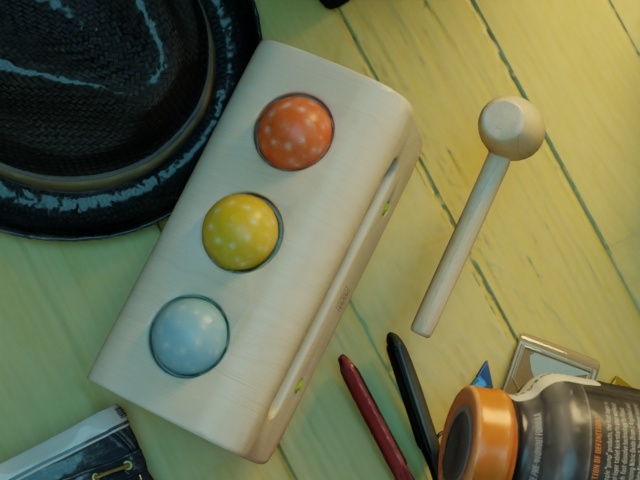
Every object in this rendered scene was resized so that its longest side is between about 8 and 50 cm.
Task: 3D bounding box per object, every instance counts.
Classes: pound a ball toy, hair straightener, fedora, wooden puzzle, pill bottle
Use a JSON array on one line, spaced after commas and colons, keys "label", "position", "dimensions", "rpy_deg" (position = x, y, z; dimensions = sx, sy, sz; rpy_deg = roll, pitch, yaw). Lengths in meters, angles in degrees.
[{"label": "pound a ball toy", "position": [0.000, 0.000, 0.997], "dimensions": [0.208, 0.136, 0.319], "rpy_deg": [25, 82, 18]}, {"label": "hair straightener", "position": [0.100, 0.172, 1.062], "dimensions": [0.089, 0.047, 0.230], "rpy_deg": [-26, 87, -8]}, {"label": "fedora", "position": [-0.201, -0.160, 1.017], "dimensions": [0.334, 0.152, 0.334], "rpy_deg": [1, 84, -5]}, {"label": "wooden puzzle", "position": [0.175, 0.116, 1.094], "dimensions": [0.116, 0.014, 0.079], "rpy_deg": [27, 77, -2]}, {"label": "pill bottle", "position": [0.211, 0.168, 1.020], "dimensions": [0.245, 0.130, 0.130], "rpy_deg": [12, 82, -11]}]

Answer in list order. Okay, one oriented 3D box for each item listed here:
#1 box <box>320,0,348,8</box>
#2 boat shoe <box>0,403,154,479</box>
[{"label": "box", "position": [-0.003, -0.470, 0.912], "dimensions": [0.297, 0.472, 0.480], "rpy_deg": [-36, 88, -9]}, {"label": "boat shoe", "position": [-0.207, 0.195, 1.018], "dimensions": [0.183, 0.065, 0.083], "rpy_deg": [-28, 86, -9]}]
